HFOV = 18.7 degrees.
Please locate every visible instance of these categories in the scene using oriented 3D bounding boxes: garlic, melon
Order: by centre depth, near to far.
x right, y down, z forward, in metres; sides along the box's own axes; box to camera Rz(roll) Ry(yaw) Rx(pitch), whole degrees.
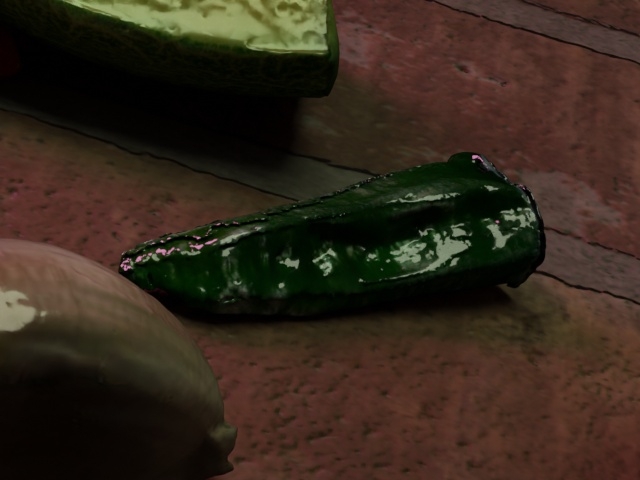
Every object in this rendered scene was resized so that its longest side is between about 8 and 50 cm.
[{"bbox_3d":[-0.121,0.050,0.766,0.195,0.101,0.087,0,32,-28],"label":"garlic"},{"bbox_3d":[-0.142,-0.169,1.081,0.323,0.124,0.196,16,9,-8],"label":"melon"}]

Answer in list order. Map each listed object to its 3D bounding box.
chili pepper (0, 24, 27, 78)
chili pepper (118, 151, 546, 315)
[{"bbox_3d":[-0.227,-0.101,1.017,0.169,0.065,0.088,2,6,-39],"label":"chili pepper"},{"bbox_3d":[0.000,0.000,0.970,0.227,0.059,0.088,-7,33,-30],"label":"chili pepper"}]
